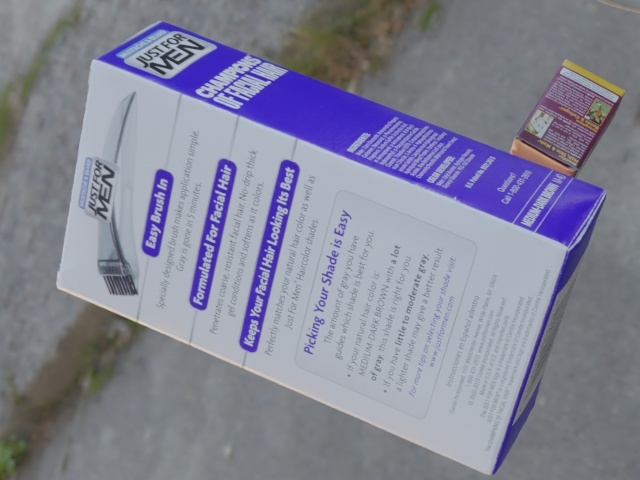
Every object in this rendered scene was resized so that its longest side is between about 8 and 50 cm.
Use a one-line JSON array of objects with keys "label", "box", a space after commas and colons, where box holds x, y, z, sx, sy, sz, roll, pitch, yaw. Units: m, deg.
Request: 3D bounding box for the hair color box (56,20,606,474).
[{"label": "hair color box", "box": [0.000, 0.000, 1.113, 0.110, 0.339, 0.185, -48, -24, -57]}]

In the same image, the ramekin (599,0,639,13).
[{"label": "ramekin", "box": [0.169, -0.183, 0.707, 0.207, 0.207, 0.109, -31, 45, 54]}]

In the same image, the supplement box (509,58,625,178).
[{"label": "supplement box", "box": [0.188, -0.087, 1.256, 0.083, 0.055, 0.043, -55, -11, -23]}]
